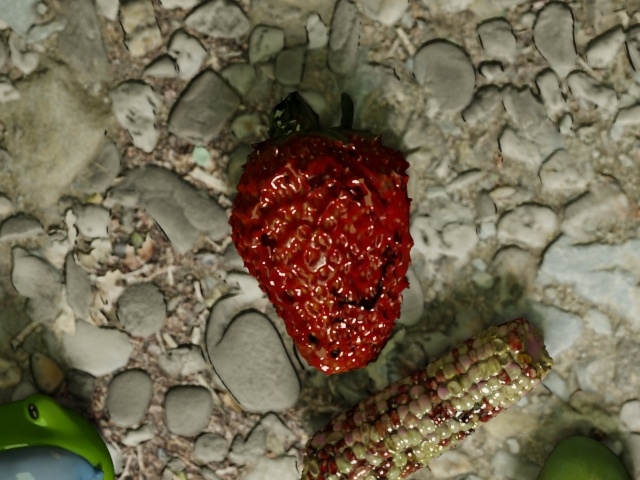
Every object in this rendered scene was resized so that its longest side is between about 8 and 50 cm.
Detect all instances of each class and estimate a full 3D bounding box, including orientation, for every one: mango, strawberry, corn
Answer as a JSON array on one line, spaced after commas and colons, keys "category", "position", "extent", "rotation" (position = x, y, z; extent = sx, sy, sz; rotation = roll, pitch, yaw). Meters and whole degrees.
[{"category": "mango", "position": [0.249, 0.287, 1.691], "extent": [0.130, 0.092, 0.195], "rotation": [4, 94, 14]}, {"category": "strawberry", "position": [0.000, 0.000, 1.672], "extent": [0.188, 0.106, 0.286], "rotation": [-10, 100, 17]}, {"category": "corn", "position": [0.102, 0.174, 1.695], "extent": [0.280, 0.092, 0.092], "rotation": [-34, 93, 16]}]

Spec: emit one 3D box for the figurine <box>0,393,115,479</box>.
[{"category": "figurine", "position": [-0.280, 0.278, 1.791], "extent": [0.162, 0.143, 0.263], "rotation": [-13, 116, 22]}]
